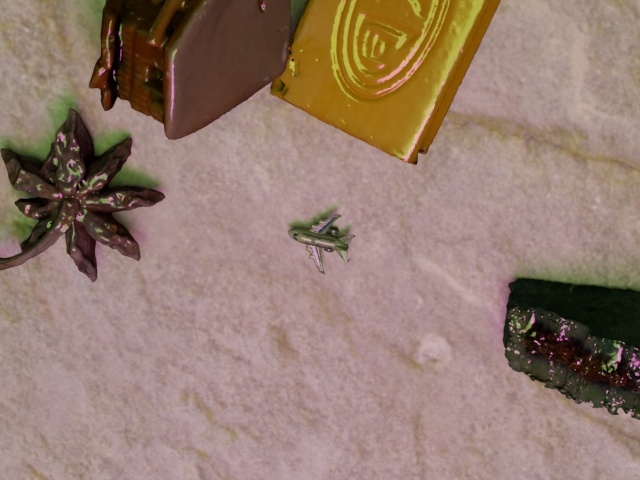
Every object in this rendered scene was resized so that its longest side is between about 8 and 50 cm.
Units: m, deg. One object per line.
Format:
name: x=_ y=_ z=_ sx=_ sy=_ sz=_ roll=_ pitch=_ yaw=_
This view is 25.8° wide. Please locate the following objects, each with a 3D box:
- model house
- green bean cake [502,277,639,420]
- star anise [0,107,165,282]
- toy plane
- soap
model house: x=-0.161 y=-0.253 z=1.552 sx=0.229 sy=0.219 sz=0.199 roll=23 pitch=129 yaw=39
green bean cake: x=0.324 y=0.135 z=1.697 sx=0.208 sy=0.193 sz=0.107 roll=10 pitch=117 yaw=-2
star anise: x=-0.307 y=-0.037 z=1.686 sx=0.209 sy=0.089 sz=0.231 roll=27 pitch=98 yaw=-2
toy plane: x=0.000 y=-0.001 z=1.728 sx=0.083 sy=0.033 sz=0.080 roll=16 pitch=111 yaw=2
soap: x=0.089 y=-0.266 z=1.566 sx=0.204 sy=0.096 sz=0.324 roll=26 pitch=110 yaw=7
